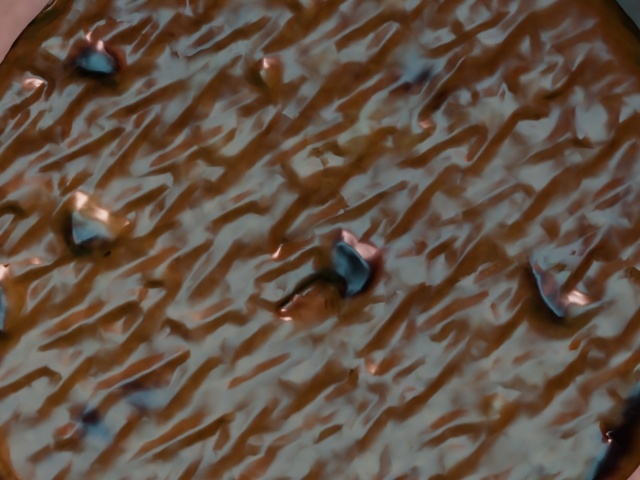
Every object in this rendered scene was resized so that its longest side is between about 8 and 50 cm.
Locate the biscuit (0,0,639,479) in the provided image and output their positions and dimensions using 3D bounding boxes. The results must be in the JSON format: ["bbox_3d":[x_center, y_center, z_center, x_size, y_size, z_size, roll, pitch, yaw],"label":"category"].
[{"bbox_3d":[0.000,0.000,0.492,0.212,0.036,0.212,0,77,0],"label":"biscuit"}]
